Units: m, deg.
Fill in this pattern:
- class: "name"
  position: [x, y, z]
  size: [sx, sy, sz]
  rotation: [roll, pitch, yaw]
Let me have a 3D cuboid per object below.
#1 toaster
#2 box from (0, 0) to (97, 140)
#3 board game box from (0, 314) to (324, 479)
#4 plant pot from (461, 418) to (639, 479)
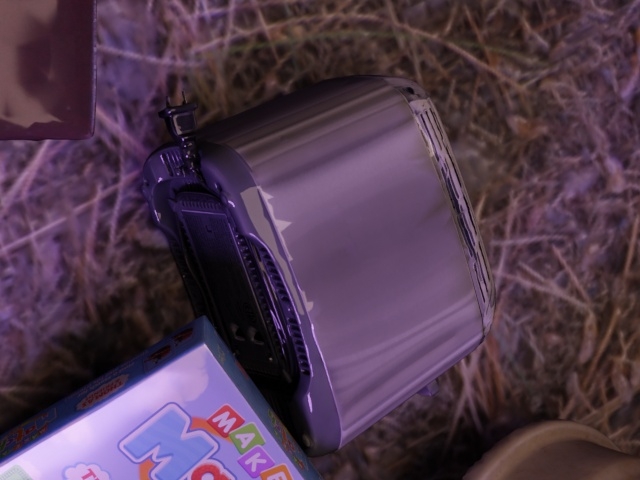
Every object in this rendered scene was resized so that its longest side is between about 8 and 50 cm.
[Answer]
- class: "toaster"
  position: [0.000, 0.000, 1.130]
  size: [0.146, 0.129, 0.227]
  rotation: [-27, 105, -28]
- class: "box"
  position: [-0.312, -0.113, 0.912]
  size: [0.381, 0.191, 0.143]
  rotation: [-4, 97, -27]
- class: "board game box"
  position: [-0.108, 0.158, 1.081]
  size: [0.211, 0.039, 0.160]
  rotation: [-31, 112, 9]
- class: "plant pot"
  position: [0.253, 0.279, 1.129]
  size: [0.334, 0.305, 0.334]
  rotation: [-4, 95, -54]
